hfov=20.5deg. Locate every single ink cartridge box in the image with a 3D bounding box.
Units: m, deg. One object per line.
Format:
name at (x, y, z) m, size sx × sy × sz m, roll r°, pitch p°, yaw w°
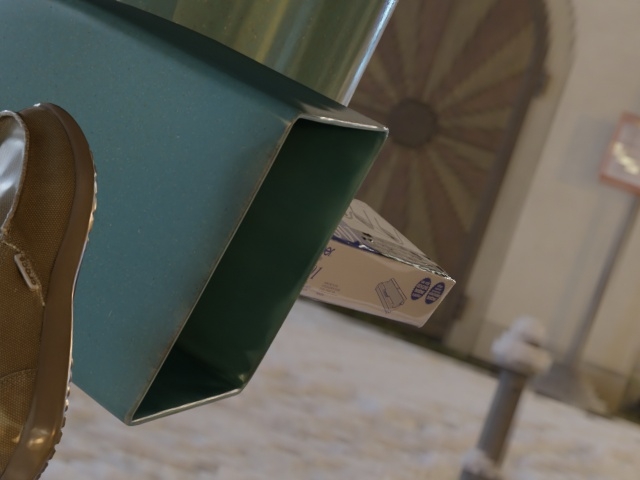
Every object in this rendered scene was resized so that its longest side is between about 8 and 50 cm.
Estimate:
ink cartridge box at (0.000, 0.000, 1.163) m, size 0.097 × 0.046 × 0.207 m, roll 42°, pitch 12°, yaw 29°

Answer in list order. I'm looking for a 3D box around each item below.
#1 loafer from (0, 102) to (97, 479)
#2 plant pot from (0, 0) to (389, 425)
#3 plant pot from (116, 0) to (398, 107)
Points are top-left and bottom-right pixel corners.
loafer at (-0.108, 0.011, 0.589) m, size 0.050 × 0.056 × 0.148 m, roll 17°, pitch 48°, yaw -25°
plant pot at (-0.122, -0.045, 0.896) m, size 0.234 × 0.165 × 0.166 m, roll 31°, pitch 9°, yaw 13°
plant pot at (-0.065, -0.239, 1.179) m, size 0.341 × 0.334 × 0.341 m, roll 21°, pitch -6°, yaw 2°
